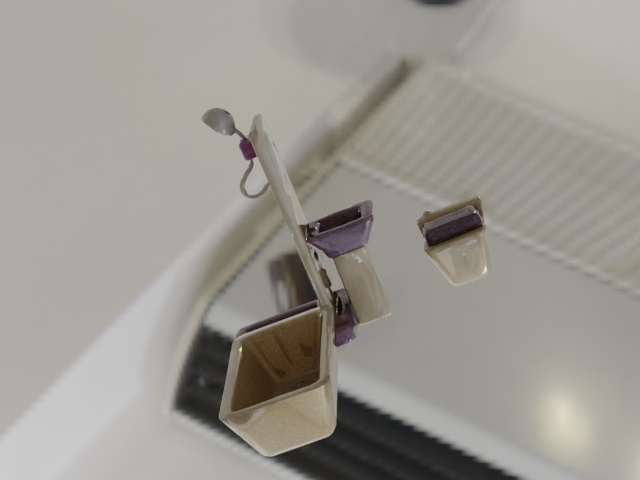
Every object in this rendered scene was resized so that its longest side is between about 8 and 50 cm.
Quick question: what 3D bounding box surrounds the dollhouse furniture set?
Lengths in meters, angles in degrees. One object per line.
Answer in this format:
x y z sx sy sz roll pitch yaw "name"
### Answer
0.000 0.000 0.556 0.091 0.081 0.114 -20 -164 8 "dollhouse furniture set"
